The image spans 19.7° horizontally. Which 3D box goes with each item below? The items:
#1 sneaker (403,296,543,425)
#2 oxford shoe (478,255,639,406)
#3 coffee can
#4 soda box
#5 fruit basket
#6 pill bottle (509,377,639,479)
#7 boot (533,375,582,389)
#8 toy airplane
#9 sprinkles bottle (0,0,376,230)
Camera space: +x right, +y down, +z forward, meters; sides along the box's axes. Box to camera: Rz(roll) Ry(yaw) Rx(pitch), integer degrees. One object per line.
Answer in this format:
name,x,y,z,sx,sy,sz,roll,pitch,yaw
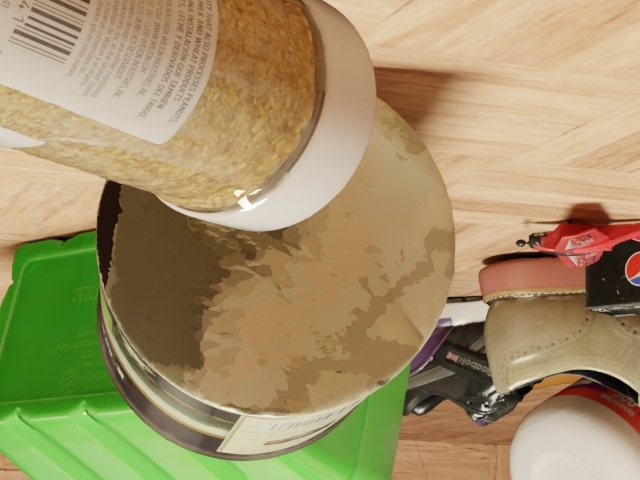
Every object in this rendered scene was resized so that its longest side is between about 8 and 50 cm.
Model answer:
sneaker,0.192,0.119,1.801,0.283,0.124,0.107,-7,167,33
oxford shoe,0.312,0.086,1.613,0.348,0.130,0.123,1,169,1
coffee can,-0.038,0.025,1.145,0.201,0.201,0.275,2,168,-6
soda box,0.297,0.024,1.484,0.169,0.060,0.053,-7,165,38
fruit basket,-0.056,0.148,1.545,0.392,0.283,0.392,10,158,4
pill bottle,0.341,0.175,1.731,0.323,0.181,0.181,-27,-173,-36
boot,0.256,0.120,1.954,0.197,0.073,0.152,-8,174,-24
toy airplane,0.227,-0.002,1.435,0.151,0.028,0.151,0,170,0
sprinkles bottle,-0.114,-0.093,0.762,0.121,0.121,0.355,-6,166,32
